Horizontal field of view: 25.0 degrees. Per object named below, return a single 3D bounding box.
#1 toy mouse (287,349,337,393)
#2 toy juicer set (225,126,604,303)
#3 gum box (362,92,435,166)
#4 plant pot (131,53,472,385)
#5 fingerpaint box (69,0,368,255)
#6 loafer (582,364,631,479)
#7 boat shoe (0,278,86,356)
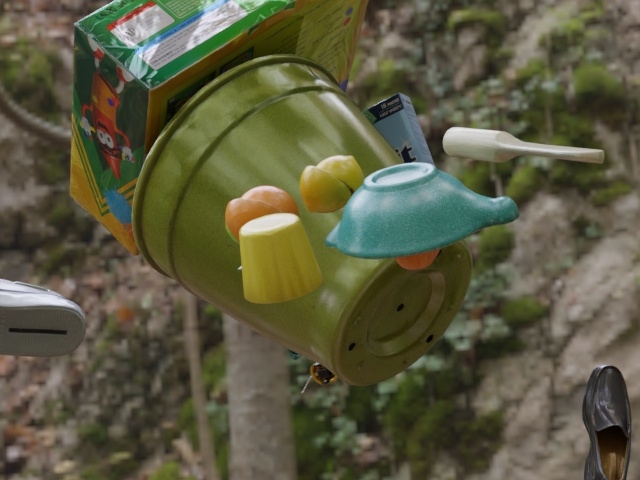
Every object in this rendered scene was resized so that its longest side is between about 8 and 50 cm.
[{"bbox_3d":[-0.005,0.165,2.372,0.161,0.143,0.031,-26,7,41],"label":"toy mouse"},{"bbox_3d":[0.070,-0.027,1.309,0.329,0.089,0.209,-17,18,-11],"label":"toy juicer set"},{"bbox_3d":[0.089,-0.102,2.148,0.157,0.184,0.041,-25,-18,23],"label":"gum box"},{"bbox_3d":[0.000,0.000,1.910,0.366,0.353,0.366,-29,-38,-26],"label":"plant pot"},{"bbox_3d":[-0.146,-0.242,2.093,0.445,0.163,0.371,-37,-22,-30],"label":"fingerpaint box"},{"bbox_3d":[0.356,0.231,1.761,0.062,0.170,0.061,3,-19,-6],"label":"loafer"},{"bbox_3d":[-0.339,0.072,1.370,0.226,0.083,0.076,12,13,-29],"label":"boat shoe"}]
